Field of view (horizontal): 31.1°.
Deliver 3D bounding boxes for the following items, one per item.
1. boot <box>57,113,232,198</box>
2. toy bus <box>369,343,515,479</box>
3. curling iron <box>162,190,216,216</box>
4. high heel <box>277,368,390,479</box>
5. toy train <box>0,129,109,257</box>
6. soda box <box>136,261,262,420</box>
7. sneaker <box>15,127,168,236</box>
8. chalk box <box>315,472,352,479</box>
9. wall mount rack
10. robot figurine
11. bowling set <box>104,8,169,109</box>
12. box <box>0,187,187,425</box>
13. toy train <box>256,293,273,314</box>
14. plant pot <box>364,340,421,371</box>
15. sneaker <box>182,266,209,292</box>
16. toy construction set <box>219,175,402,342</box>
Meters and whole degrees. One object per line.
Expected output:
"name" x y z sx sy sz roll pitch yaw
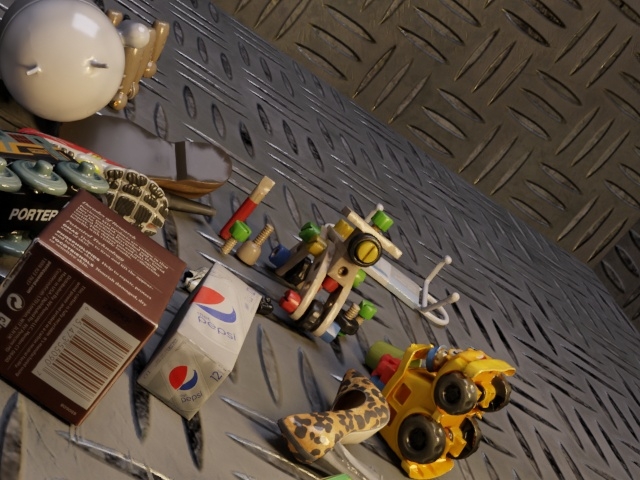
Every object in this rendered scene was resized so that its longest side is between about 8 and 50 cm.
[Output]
"boot" -0.314 -0.130 1.982 0.305 0.115 0.112 14 62 -25
"toy bus" 0.173 0.239 1.850 0.149 0.220 0.211 9 29 -52
"curling iron" -0.273 -0.062 1.965 0.068 0.035 0.274 53 21 26
"high heel" 0.011 0.240 1.685 0.186 0.093 0.261 39 24 -25
"toy train" -0.426 -0.071 1.510 0.190 0.142 0.334 33 15 23
"soda box" -0.162 0.132 1.599 0.091 0.098 0.286 38 17 -6
"sneaker" -0.356 -0.100 1.778 0.279 0.107 0.118 31 9 -34
"chalk box" 0.001 0.356 1.309 0.213 0.132 0.132 46 17 20
"wall mount rack" 0.173 0.051 2.466 0.350 0.130 0.304 37 17 -7
"robot figurine" -0.435 -0.311 1.910 0.353 0.299 0.200 -134 -154 -66
"bowling set" -0.433 -0.382 2.324 0.199 0.154 0.287 21 18 2
"box" -0.285 0.074 1.356 0.167 0.168 0.203 36 17 -9
"toy train" -0.129 0.100 1.875 0.158 0.027 0.036 18 38 -53
"plant pot" 0.123 0.218 2.039 0.079 0.083 0.083 34 13 25
"sneaker" -0.198 0.057 1.824 0.037 0.032 0.083 37 16 -12
"toy construction set" 0.000 0.000 2.022 0.309 0.237 0.257 40 13 5
